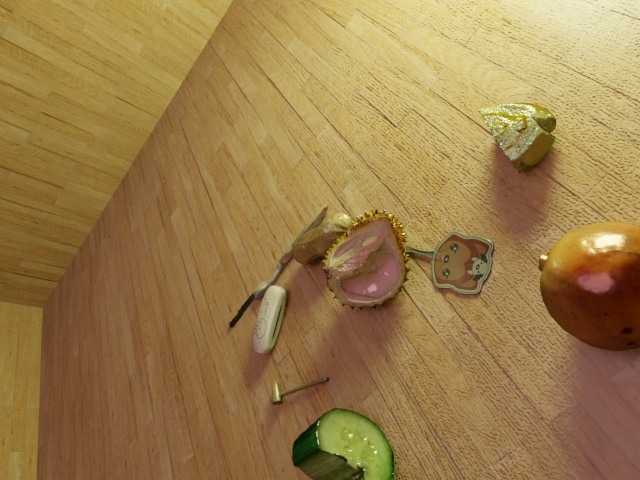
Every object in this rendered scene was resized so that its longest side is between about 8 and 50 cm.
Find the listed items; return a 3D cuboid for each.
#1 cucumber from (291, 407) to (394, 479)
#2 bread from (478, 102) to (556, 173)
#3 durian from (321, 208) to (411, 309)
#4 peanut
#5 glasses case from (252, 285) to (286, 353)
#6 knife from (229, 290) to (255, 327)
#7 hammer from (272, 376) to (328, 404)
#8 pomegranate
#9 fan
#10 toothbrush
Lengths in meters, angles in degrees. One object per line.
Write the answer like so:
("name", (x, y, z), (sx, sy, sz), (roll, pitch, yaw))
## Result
("cucumber", (0.047, 0.441, 0.886), (0.130, 0.191, 0.191), (-46, 47, 19))
("bread", (0.397, -0.226, 0.866), (0.110, 0.103, 0.157), (-40, 55, 33))
("durian", (0.114, 0.044, 1.023), (0.250, 0.183, 0.138), (-51, 9, 22))
("peanut", (0.000, 0.000, 1.180), (0.213, 0.099, 0.100), (-26, 56, 34))
("glasses case", (-0.148, 0.227, 1.262), (0.076, 0.049, 0.198), (7, 78, 46))
("knife", (-0.243, 0.213, 1.395), (0.170, 0.010, 0.023), (-51, 51, 15))
("hammer", (-0.053, 0.372, 1.132), (0.195, 0.028, 0.060), (-29, 48, 30))
("pomegranate", (0.432, 0.065, 0.660), (0.191, 0.191, 0.192), (-20, 60, 39))
("fan", (0.268, 0.038, 0.954), (0.219, 0.009, 0.132), (17, 85, 47))
("toothbrush", (-0.091, 0.039, 1.301), (0.375, 0.028, 0.037), (-51, 40, 18))
